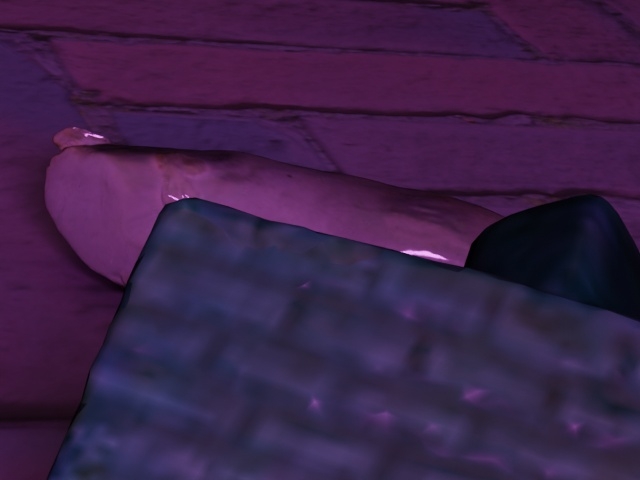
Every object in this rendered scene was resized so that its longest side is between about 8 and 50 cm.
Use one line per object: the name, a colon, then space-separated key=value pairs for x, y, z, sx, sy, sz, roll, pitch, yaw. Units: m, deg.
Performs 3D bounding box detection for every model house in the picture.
model house: x=0.121 y=0.134 z=0.549 sx=0.382 sy=0.343 sz=0.334 roll=13 pitch=24 yaw=8

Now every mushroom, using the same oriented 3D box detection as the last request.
mushroom: x=0.001 y=-0.001 z=1.125 sx=0.351 sy=0.097 sz=0.109 roll=8 pitch=24 yaw=-12
